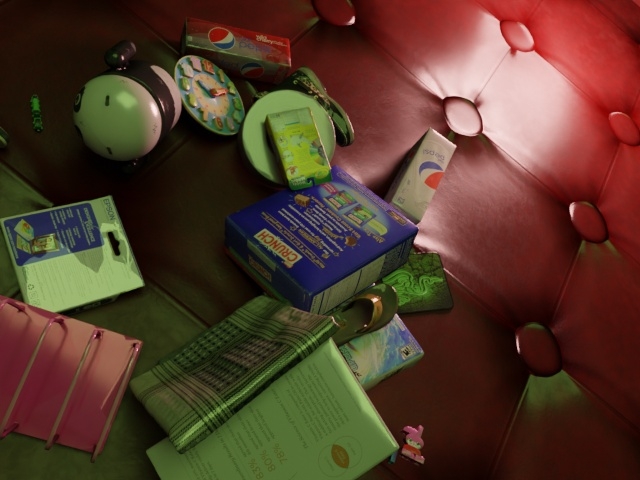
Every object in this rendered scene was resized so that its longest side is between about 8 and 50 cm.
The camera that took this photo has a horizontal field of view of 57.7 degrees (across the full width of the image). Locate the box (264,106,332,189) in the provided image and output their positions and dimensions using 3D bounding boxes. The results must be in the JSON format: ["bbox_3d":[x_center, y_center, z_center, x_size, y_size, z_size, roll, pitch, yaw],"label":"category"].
[{"bbox_3d":[-0.047,-0.197,1.276,0.105,0.043,0.179,-14,77,-17],"label":"box"}]

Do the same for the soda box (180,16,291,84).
[{"bbox_3d":[-0.209,-0.464,1.438,0.263,0.083,0.092,5,65,-23],"label":"soda box"}]

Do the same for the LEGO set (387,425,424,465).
[{"bbox_3d":[0.101,0.370,1.177,0.227,0.087,0.093,25,53,2],"label":"LEGO set"}]

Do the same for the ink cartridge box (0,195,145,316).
[{"bbox_3d":[-0.469,0.032,1.105,0.208,0.045,0.206,-17,75,-28],"label":"ink cartridge box"}]

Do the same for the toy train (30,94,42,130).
[{"bbox_3d":[-0.590,-0.266,1.207,0.017,0.024,0.083,-6,69,-26],"label":"toy train"}]

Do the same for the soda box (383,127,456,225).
[{"bbox_3d":[0.246,-0.153,1.486,0.091,0.098,0.286,35,56,-6],"label":"soda box"}]

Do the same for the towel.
[{"bbox_3d":[-0.161,0.195,0.992,0.312,0.324,0.056,-35,108,-22],"label":"towel"}]

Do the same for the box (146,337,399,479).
[{"bbox_3d":[-0.075,0.342,0.984,0.345,0.168,0.215,-31,81,-6],"label":"box"}]

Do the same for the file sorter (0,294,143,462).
[{"bbox_3d":[-0.456,0.210,0.922,0.290,0.182,0.202,21,73,-14],"label":"file sorter"}]

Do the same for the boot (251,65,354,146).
[{"bbox_3d":[-0.043,-0.303,1.442,0.178,0.085,0.236,-34,87,-26],"label":"boot"}]

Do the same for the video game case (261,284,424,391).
[{"bbox_3d":[0.042,0.184,1.215,0.244,0.061,0.270,-20,60,-30],"label":"video game case"}]

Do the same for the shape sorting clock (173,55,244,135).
[{"bbox_3d":[-0.252,-0.337,1.345,0.206,0.040,0.206,34,39,-34],"label":"shape sorting clock"}]

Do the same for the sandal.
[{"bbox_3d":[0.079,0.144,1.178,0.219,0.060,0.090,-20,60,-32],"label":"sandal"}]

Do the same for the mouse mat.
[{"bbox_3d":[0.232,0.101,1.413,0.189,0.007,0.153,-3,68,-25],"label":"mouse mat"}]

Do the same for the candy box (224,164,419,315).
[{"bbox_3d":[0.000,0.000,1.234,0.317,0.122,0.268,-27,55,-33],"label":"candy box"}]

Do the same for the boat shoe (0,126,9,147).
[{"bbox_3d":[-0.683,-0.262,1.134,0.206,0.075,0.065,36,60,1],"label":"boat shoe"}]

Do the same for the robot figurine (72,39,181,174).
[{"bbox_3d":[-0.385,-0.267,1.174,0.209,0.173,0.278,50,19,-20],"label":"robot figurine"}]

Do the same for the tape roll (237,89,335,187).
[{"bbox_3d":[-0.079,-0.232,1.347,0.219,0.072,0.219,1,88,-18],"label":"tape roll"}]
